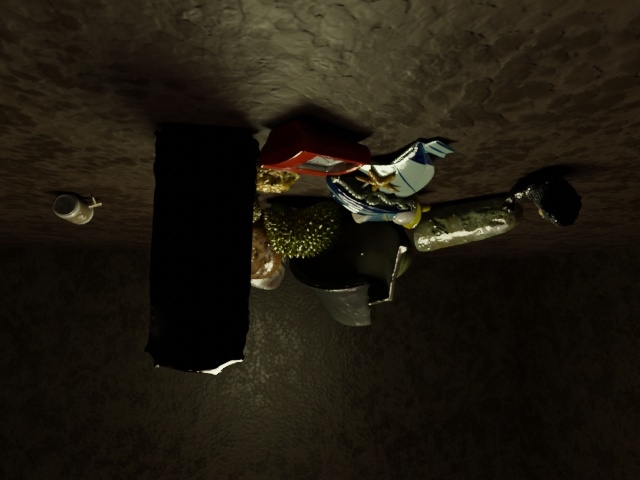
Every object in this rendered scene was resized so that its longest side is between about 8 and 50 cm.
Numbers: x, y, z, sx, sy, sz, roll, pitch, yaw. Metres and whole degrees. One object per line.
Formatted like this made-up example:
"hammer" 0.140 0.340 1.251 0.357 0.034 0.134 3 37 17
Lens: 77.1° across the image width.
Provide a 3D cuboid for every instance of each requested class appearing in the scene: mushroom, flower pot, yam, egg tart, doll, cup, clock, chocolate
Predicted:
"mushroom" -0.273 0.033 1.411 0.263 0.283 0.195 43 -172 -14
"flower pot" 0.102 0.111 1.316 0.378 0.251 0.380 -11 -145 8
"yam" 0.409 -0.049 1.155 0.133 0.134 0.330 6 168 -39
"egg tart" -0.103 -0.130 0.831 0.130 0.052 0.130 3 176 0
"doll" 0.168 -0.082 1.012 0.240 0.099 0.135 3 134 -27
"cup" -0.686 -0.090 1.138 0.101 0.074 0.099 2 173 -8
"clock" -0.005 -0.145 0.657 0.154 0.061 0.113 2 174 -44
"chocolate" -0.300 0.087 2.067 0.303 0.213 0.303 30 -165 -9

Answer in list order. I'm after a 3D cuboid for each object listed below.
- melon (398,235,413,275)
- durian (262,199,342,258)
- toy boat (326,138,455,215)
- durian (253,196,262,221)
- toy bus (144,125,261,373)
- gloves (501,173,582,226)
"melon" 0.219 0.050 1.559 0.237 0.238 0.301 6 167 -36
"durian" -0.047 -0.034 1.190 0.236 0.177 0.200 -9 -164 -14
"toy boat" 0.144 -0.131 0.795 0.220 0.067 0.291 18 154 -19
"durian" -0.230 -0.078 1.105 0.146 0.103 0.208 -9 174 24
"toy bus" -0.194 0.018 0.695 0.170 0.387 0.162 3 178 -9
"gloves" 0.484 -0.103 0.900 0.128 0.107 0.181 3 -158 -10
